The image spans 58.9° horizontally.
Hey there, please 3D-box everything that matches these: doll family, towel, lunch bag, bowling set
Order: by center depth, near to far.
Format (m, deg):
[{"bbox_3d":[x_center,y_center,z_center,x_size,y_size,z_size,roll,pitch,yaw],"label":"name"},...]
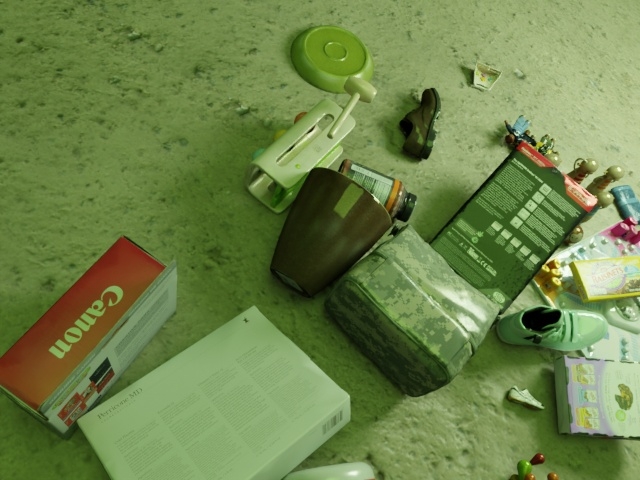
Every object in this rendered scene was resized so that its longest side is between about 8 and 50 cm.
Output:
[{"bbox_3d":[0.202,0.135,1.181,0.305,0.212,0.256,44,62,8],"label":"lunch bag"},{"bbox_3d":[0.678,-0.106,1.467,0.287,0.154,0.200,-1,63,-16],"label":"bowling set"},{"bbox_3d":[0.581,-0.263,1.572,0.193,0.076,0.111,39,65,11],"label":"doll family"},{"bbox_3d":[0.866,-0.100,1.589,0.067,0.029,0.119,-8,67,-18],"label":"towel"}]

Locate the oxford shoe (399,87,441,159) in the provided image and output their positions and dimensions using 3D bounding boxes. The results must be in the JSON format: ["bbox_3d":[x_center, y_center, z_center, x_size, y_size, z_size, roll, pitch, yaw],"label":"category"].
[{"bbox_3d":[0.263,-0.326,1.508,0.096,0.083,0.227,17,60,-2],"label":"oxford shoe"}]

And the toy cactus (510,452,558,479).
[{"bbox_3d":[0.407,0.546,1.110,0.180,0.112,0.219,-14,70,-1],"label":"toy cactus"}]

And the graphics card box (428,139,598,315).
[{"bbox_3d":[0.443,-0.028,1.343,0.233,0.094,0.371,42,77,7],"label":"graphics card box"}]

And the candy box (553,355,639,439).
[{"bbox_3d":[0.624,0.346,1.239,0.196,0.070,0.165,4,69,2],"label":"candy box"}]

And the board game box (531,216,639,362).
[{"bbox_3d":[0.771,0.161,1.419,0.390,0.050,0.390,-22,71,-24],"label":"board game box"}]

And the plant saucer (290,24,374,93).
[{"bbox_3d":[0.038,-0.511,1.564,0.241,0.037,0.241,6,63,-12],"label":"plant saucer"}]

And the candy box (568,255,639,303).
[{"bbox_3d":[0.716,0.094,1.393,0.206,0.027,0.105,-4,62,-17],"label":"candy box"}]

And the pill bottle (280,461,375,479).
[{"bbox_3d":[0.027,0.548,0.941,0.181,0.181,0.323,-2,65,-16],"label":"pill bottle"}]

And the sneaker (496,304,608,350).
[{"bbox_3d":[0.538,0.192,1.255,0.256,0.151,0.094,-2,73,-3],"label":"sneaker"}]

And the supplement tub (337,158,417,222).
[{"bbox_3d":[0.126,-0.111,1.347,0.198,0.106,0.106,23,60,-4],"label":"supplement tub"}]

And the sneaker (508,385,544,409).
[{"bbox_3d":[0.456,0.346,1.248,0.083,0.032,0.037,24,60,-4],"label":"sneaker"}]

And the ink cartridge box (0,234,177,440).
[{"bbox_3d":[-0.390,0.157,0.971,0.130,0.272,0.309,34,60,3],"label":"ink cartridge box"}]

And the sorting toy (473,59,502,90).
[{"bbox_3d":[0.481,-0.478,1.669,0.083,0.045,0.075,22,67,-4],"label":"sorting toy"}]

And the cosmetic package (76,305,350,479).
[{"bbox_3d":[-0.179,0.314,0.989,0.377,0.097,0.284,-32,52,-27],"label":"cosmetic package"}]

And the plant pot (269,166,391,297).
[{"bbox_3d":[0.000,0.000,1.217,0.215,0.215,0.230,35,75,4],"label":"plant pot"}]

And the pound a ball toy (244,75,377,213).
[{"bbox_3d":[-0.030,-0.241,1.310,0.136,0.208,0.319,39,61,6],"label":"pound a ball toy"}]
